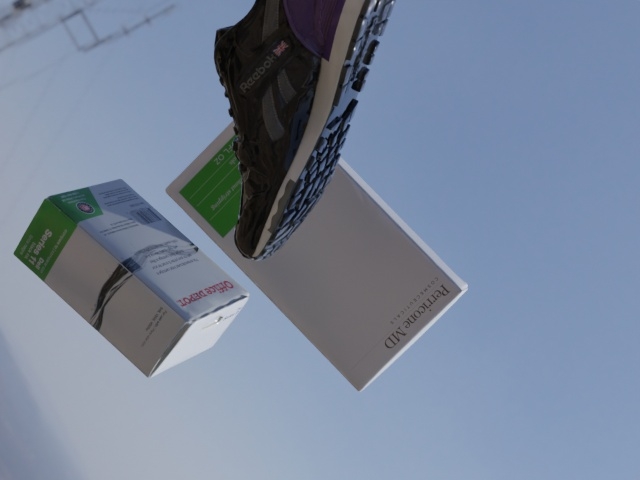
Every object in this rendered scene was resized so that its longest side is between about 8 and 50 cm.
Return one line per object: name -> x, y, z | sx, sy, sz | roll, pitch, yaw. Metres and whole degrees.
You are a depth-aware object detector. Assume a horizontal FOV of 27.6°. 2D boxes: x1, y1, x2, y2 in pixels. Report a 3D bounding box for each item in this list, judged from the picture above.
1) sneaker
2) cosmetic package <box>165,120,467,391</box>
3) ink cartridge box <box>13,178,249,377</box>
sneaker -> -0.037, -0.125, 1.099 | 0.124, 0.283, 0.107 | 26, 21, 11
cosmetic package -> 0.000, 0.000, 1.718 | 0.365, 0.197, 0.155 | 45, 5, 7
ink cartridge box -> -0.201, 0.037, 1.411 | 0.208, 0.087, 0.153 | 41, 22, 13
